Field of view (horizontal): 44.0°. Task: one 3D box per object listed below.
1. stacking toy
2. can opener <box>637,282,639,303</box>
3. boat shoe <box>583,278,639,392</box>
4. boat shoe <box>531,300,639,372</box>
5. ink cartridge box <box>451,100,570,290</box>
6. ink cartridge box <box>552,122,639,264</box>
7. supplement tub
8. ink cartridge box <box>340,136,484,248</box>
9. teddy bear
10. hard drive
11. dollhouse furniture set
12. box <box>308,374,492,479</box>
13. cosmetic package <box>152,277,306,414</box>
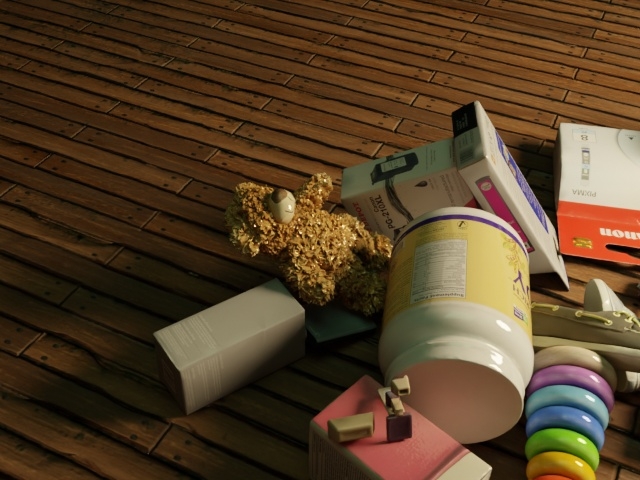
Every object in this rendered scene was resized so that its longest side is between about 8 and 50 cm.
[{"bbox_3d":[0.358,0.321,1.163,0.141,0.141,0.330,11,47,12],"label":"stacking toy"},{"bbox_3d":[0.600,0.100,1.428,0.059,0.073,0.186,22,32,18],"label":"can opener"},{"bbox_3d":[0.524,0.164,1.379,0.081,0.079,0.228,2,47,-8],"label":"boat shoe"},{"bbox_3d":[0.459,0.154,1.280,0.304,0.109,0.091,3,65,43],"label":"boat shoe"},{"bbox_3d":[0.357,-0.070,1.476,0.069,0.371,0.176,-26,35,25],"label":"ink cartridge box"},{"bbox_3d":[0.651,-0.101,1.651,0.307,0.091,0.385,8,39,8],"label":"ink cartridge box"},{"bbox_3d":[0.220,0.131,1.284,0.240,0.241,0.331,6,42,6],"label":"supplement tub"},{"bbox_3d":[0.177,-0.078,1.512,0.237,0.172,0.100,-15,39,20],"label":"ink cartridge box"},{"bbox_3d":[0.000,0.000,1.376,0.338,0.113,0.245,42,56,-14],"label":"teddy bear"},{"bbox_3d":[0.020,0.143,1.403,0.135,0.022,0.094,-9,40,-36],"label":"hard drive"},{"bbox_3d":[0.060,0.220,1.089,0.114,0.091,0.081,-8,27,-7],"label":"dollhouse furniture set"},{"bbox_3d":[0.106,0.330,1.128,0.232,0.149,0.126,33,50,30],"label":"box"},{"bbox_3d":[-0.146,0.174,1.320,0.237,0.127,0.107,-24,48,-27],"label":"cosmetic package"}]
